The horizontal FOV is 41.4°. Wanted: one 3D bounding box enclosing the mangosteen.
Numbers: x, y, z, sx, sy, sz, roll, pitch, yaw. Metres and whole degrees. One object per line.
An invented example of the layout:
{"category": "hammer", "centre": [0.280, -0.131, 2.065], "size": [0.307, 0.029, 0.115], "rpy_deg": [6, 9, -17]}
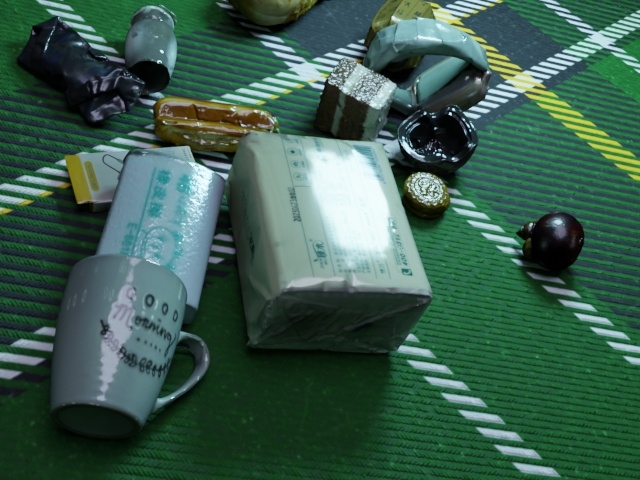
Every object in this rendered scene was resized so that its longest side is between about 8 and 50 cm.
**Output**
{"category": "mangosteen", "centre": [0.472, -0.001, 1.754], "size": [0.140, 0.140, 0.140], "rpy_deg": [10, 47, -11]}

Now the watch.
{"category": "watch", "centre": [0.231, -0.397, 1.920], "size": [0.241, 0.253, 0.162], "rpy_deg": [41, 33, -37]}

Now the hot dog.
{"category": "hot dog", "centre": [-0.210, -0.230, 1.733], "size": [0.268, 0.072, 0.115], "rpy_deg": [8, 47, -16]}

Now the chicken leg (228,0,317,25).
{"category": "chicken leg", "centre": [-0.091, -0.665, 2.121], "size": [0.295, 0.182, 0.409], "rpy_deg": [32, 41, 32]}

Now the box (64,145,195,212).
{"category": "box", "centre": [-0.351, -0.119, 1.611], "size": [0.247, 0.033, 0.129], "rpy_deg": [-7, 54, -25]}

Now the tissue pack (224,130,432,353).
{"category": "tissue pack", "centre": [0.000, 0.000, 1.511], "size": [0.297, 0.207, 0.380], "rpy_deg": [4, 49, -19]}

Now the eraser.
{"category": "eraser", "centre": [-0.281, -0.010, 1.473], "size": [0.189, 0.104, 0.290], "rpy_deg": [17, 53, -14]}

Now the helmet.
{"category": "helmet", "centre": [0.255, -0.205, 1.862], "size": [0.176, 0.107, 0.153], "rpy_deg": [-14, 57, -6]}

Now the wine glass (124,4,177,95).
{"category": "wine glass", "centre": [-0.362, -0.408, 1.810], "size": [0.111, 0.111, 0.204], "rpy_deg": [6, 47, -15]}

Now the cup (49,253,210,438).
{"category": "cup", "centre": [-0.283, 0.181, 1.294], "size": [0.258, 0.186, 0.234], "rpy_deg": [29, 49, -32]}

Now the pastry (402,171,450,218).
{"category": "pastry", "centre": [0.222, -0.094, 1.783], "size": [0.109, 0.057, 0.097], "rpy_deg": [5, 54, -13]}

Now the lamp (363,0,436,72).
{"category": "lamp", "centre": [0.199, -0.508, 2.077], "size": [0.161, 0.161, 0.185], "rpy_deg": [26, 45, 3]}

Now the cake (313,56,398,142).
{"category": "cake", "centre": [0.079, -0.300, 1.856], "size": [0.147, 0.135, 0.135], "rpy_deg": [22, 46, 7]}

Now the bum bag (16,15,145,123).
{"category": "bum bag", "centre": [-0.498, -0.348, 1.732], "size": [0.310, 0.074, 0.137], "rpy_deg": [38, 71, 21]}
